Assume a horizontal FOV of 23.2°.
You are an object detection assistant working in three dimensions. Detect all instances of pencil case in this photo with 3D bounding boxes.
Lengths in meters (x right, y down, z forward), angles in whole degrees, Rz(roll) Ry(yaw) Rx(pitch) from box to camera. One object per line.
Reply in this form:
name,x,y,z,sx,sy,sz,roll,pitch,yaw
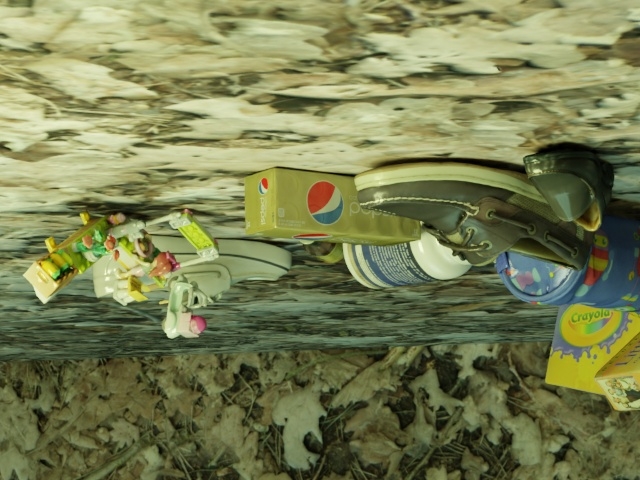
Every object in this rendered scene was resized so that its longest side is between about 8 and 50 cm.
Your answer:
pencil case,0.314,0.023,1.770,0.133,0.119,0.306,-8,169,39

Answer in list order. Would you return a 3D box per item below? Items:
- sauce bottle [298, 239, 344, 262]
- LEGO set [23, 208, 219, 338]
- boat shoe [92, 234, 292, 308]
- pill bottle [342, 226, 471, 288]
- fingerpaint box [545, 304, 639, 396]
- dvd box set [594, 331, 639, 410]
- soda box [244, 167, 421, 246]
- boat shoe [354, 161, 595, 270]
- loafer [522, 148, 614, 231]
sauce bottle,0.000,0.000,1.861,0.042,0.042,0.128,-3,169,16
LEGO set,-0.201,0.018,1.719,0.107,0.132,0.287,-14,160,25
boat shoe,-0.161,0.043,1.973,0.268,0.088,0.096,5,170,-31
pill bottle,0.111,-0.001,1.671,0.094,0.094,0.169,6,170,-39
fingerpaint box,0.600,0.181,2.151,0.371,0.163,0.445,14,176,-34
dvd box set,0.523,0.070,1.735,0.308,0.062,0.420,-38,-174,-22
soda box,0.014,-0.031,1.569,0.181,0.061,0.058,5,169,-34
boat shoe,0.162,-0.021,1.541,0.285,0.092,0.103,7,172,-33
loafer,0.238,-0.049,1.470,0.062,0.061,0.170,-5,170,31
